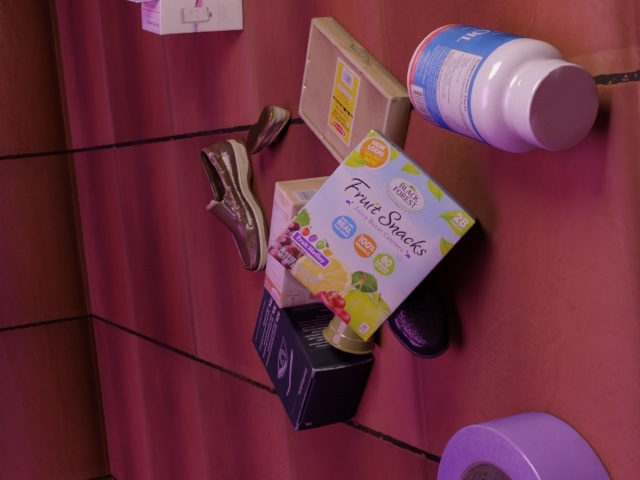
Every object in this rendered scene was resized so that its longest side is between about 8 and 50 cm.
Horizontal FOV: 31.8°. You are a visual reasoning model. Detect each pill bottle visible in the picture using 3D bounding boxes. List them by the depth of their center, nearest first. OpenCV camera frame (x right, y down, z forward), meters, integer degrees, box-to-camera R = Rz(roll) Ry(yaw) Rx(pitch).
[{"bbox_3d":[0.200,-0.165,1.234,0.221,0.124,0.124,32,126,58],"label":"pill bottle"}]

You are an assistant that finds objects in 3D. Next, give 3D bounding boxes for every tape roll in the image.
[{"bbox_3d":[0.245,0.346,1.332,0.275,0.090,0.275,29,123,59],"label":"tape roll"}]

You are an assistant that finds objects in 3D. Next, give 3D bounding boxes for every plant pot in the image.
[{"bbox_3d":[0.054,0.117,1.700,0.083,0.083,0.079,46,124,52],"label":"plant pot"}]

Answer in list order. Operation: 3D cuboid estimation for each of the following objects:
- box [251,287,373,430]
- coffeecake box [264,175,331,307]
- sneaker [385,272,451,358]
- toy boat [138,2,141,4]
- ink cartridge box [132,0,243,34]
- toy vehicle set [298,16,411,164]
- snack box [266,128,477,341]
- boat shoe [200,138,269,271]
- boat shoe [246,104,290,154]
[{"bbox_3d":[-0.017,0.177,1.821,0.207,0.108,0.153,60,147,38],"label":"box"},{"bbox_3d":[0.000,0.000,1.689,0.068,0.142,0.185,-128,38,-48],"label":"coffeecake box"},{"bbox_3d":[0.110,0.043,1.491,0.130,0.087,0.227,57,-162,-69],"label":"sneaker"},{"bbox_3d":[-0.254,-0.563,2.059,0.267,0.148,0.318,61,148,38],"label":"toy boat"},{"bbox_3d":[-0.253,-0.413,2.041,0.115,0.198,0.067,-150,56,-60],"label":"ink cartridge box"},{"bbox_3d":[0.045,-0.199,1.659,0.267,0.035,0.166,53,143,46],"label":"toy vehicle set"},{"bbox_3d":[0.065,-0.008,1.418,0.174,0.207,0.070,42,-170,4],"label":"snack box"},{"bbox_3d":[-0.168,-0.060,2.087,0.095,0.095,0.257,-44,58,60],"label":"boat shoe"},{"bbox_3d":[-0.091,-0.186,1.943,0.135,0.045,0.050,136,133,-57],"label":"boat shoe"}]
